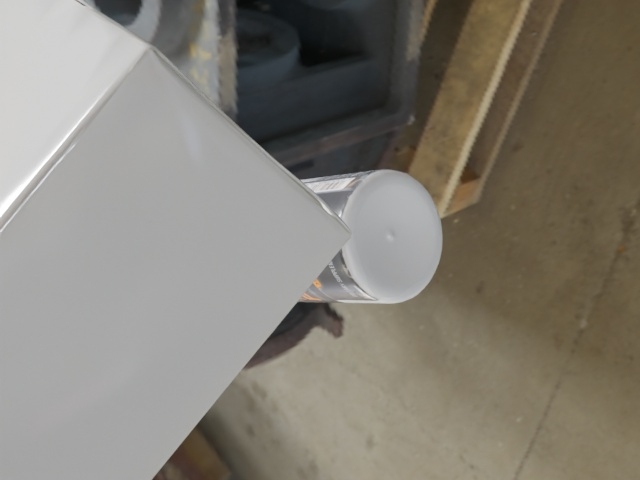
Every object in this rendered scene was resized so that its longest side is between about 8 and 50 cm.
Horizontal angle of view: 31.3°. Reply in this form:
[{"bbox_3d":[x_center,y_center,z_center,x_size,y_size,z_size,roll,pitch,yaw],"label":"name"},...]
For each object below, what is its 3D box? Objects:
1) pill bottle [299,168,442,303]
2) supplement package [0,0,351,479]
[{"bbox_3d":[0.000,0.000,1.179,0.246,0.130,0.130,-4,104,54],"label":"pill bottle"},{"bbox_3d":[-0.164,0.033,0.609,0.175,0.293,0.177,41,177,-42],"label":"supplement package"}]
